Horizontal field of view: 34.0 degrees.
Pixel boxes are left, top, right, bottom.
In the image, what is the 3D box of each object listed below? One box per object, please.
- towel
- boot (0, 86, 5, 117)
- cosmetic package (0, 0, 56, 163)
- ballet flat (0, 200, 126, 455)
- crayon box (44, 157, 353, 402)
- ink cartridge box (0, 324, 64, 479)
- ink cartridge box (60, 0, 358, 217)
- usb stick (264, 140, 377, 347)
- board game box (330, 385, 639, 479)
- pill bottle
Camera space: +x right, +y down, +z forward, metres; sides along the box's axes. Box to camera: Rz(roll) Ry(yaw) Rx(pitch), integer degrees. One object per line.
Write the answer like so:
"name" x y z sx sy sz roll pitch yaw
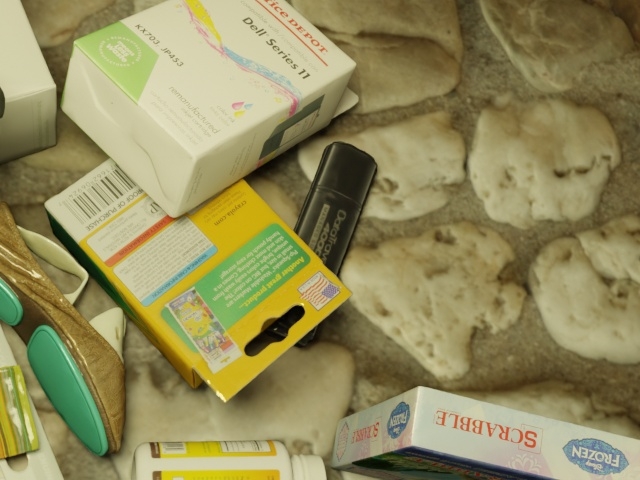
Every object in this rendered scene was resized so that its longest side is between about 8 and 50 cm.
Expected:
"towel" -0.421 0.202 1.121 0.237 0.021 0.102 -8 71 -41
"boot" -0.565 -0.195 1.093 0.367 0.146 0.445 -41 71 15
"cosmetic package" -0.446 -0.280 1.233 0.155 0.197 0.366 -22 82 -19
"ballet flat" -0.308 0.086 1.221 0.342 0.116 0.124 49 49 7
"crayon box" -0.146 0.025 1.249 0.203 0.083 0.323 -39 74 -21
"ink cartridge box" -0.486 0.253 1.116 0.385 0.091 0.308 -16 78 -44
"ink cartridge box" -0.107 -0.201 1.269 0.207 0.119 0.353 43 50 13
"usb stick" 0.000 0.000 1.343 0.077 0.045 0.278 25 70 -13
"board game box" 0.203 0.249 1.175 0.318 0.318 0.066 15 72 -9
"pill bottle" -0.105 0.288 1.194 0.214 0.117 0.117 2 74 -13
